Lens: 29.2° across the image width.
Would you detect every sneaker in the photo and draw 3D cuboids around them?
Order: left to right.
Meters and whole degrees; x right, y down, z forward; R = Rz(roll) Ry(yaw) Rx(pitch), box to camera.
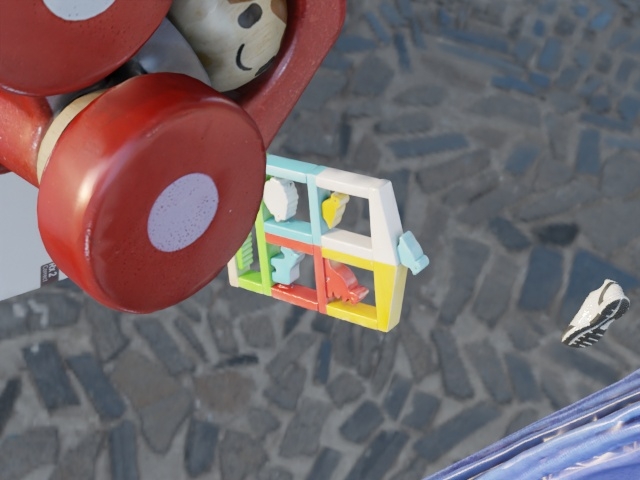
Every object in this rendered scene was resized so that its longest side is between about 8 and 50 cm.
[{"bbox_3d":[0.336,0.092,1.513,0.040,0.109,0.044,22,38,-28],"label":"sneaker"}]

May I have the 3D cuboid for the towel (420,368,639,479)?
[{"bbox_3d":[0.169,0.182,0.564,0.336,0.243,0.040,37,37,-29],"label":"towel"}]

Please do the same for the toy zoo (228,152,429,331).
[{"bbox_3d":[0.000,0.000,1.494,0.293,0.192,0.030,16,33,33],"label":"toy zoo"}]

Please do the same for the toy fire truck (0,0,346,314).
[{"bbox_3d":[-0.069,-0.134,0.530,0.254,0.302,0.169,-41,52,-20],"label":"toy fire truck"}]

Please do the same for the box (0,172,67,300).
[{"bbox_3d":[-0.278,-0.041,0.880,0.181,0.181,0.119,-20,59,-26],"label":"box"}]
